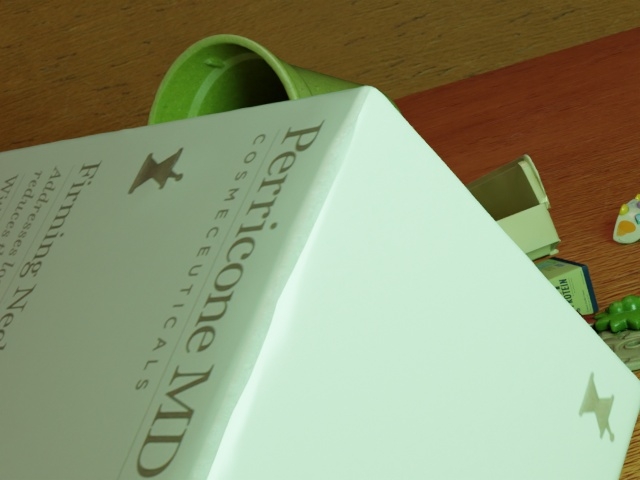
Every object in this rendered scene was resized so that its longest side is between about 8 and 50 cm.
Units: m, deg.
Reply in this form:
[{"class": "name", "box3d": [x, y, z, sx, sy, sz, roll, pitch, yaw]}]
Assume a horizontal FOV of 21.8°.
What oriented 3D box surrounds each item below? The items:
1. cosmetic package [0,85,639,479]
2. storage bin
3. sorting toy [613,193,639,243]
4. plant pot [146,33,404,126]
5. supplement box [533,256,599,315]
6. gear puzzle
[{"class": "cosmetic package", "box3d": [-0.075, 0.148, 1.031, 0.394, 0.327, 0.329, -6, 50, 42]}, {"class": "storage bin", "box3d": [0.113, 0.014, 1.962, 0.262, 0.123, 0.260, -20, -3, -17]}, {"class": "sorting toy", "box3d": [0.420, -0.024, 2.081, 0.075, 0.044, 0.083, 15, 29, 32]}, {"class": "plant pot", "box3d": [-0.033, -0.108, 2.059, 0.276, 0.276, 0.254, -5, -3, 44]}, {"class": "supplement box", "box3d": [0.251, 0.062, 1.863, 0.083, 0.056, 0.083, -20, 12, -16]}, {"class": "gear puzzle", "box3d": [0.289, 0.092, 1.709, 0.339, 0.044, 0.175, -14, 13, 14]}]
